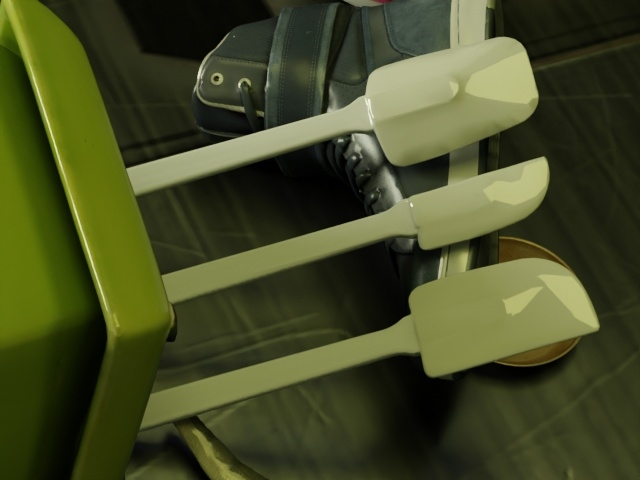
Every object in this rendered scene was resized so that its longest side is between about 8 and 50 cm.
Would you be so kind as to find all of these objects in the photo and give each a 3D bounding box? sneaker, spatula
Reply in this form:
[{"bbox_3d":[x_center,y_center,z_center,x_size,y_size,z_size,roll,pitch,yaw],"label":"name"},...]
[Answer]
[{"bbox_3d":[0.012,-0.030,1.001,0.163,0.086,0.226,-1,59,9],"label":"sneaker"},{"bbox_3d":[0.000,0.000,0.938,0.242,0.019,0.168,-16,70,9],"label":"spatula"}]

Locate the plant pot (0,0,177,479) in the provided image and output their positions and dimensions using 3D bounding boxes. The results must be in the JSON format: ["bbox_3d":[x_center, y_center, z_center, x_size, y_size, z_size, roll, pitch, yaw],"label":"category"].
[{"bbox_3d":[-0.193,0.026,0.850,0.207,0.227,0.228,-7,55,-22],"label":"plant pot"}]

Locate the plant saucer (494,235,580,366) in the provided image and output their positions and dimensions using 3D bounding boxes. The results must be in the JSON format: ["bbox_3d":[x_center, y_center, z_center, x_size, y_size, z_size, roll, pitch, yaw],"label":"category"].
[{"bbox_3d":[0.100,0.035,1.018,0.083,0.015,0.083,5,54,-6],"label":"plant saucer"}]

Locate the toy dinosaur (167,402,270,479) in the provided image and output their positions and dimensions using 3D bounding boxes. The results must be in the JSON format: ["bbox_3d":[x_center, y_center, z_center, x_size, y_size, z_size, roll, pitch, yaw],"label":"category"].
[{"bbox_3d":[0.046,0.151,0.898,0.268,0.064,0.118,12,39,3],"label":"toy dinosaur"}]

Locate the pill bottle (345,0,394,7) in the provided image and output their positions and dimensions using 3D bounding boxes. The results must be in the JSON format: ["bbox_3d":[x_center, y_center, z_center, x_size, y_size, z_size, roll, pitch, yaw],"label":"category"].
[{"bbox_3d":[0.071,-0.271,1.070,0.160,0.283,0.160,5,54,-6],"label":"pill bottle"}]
